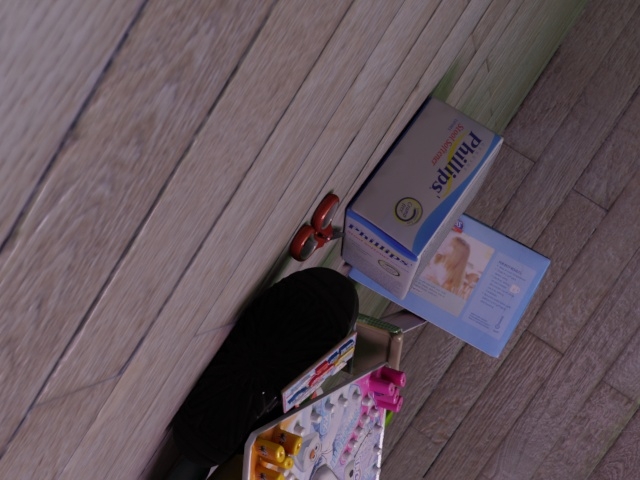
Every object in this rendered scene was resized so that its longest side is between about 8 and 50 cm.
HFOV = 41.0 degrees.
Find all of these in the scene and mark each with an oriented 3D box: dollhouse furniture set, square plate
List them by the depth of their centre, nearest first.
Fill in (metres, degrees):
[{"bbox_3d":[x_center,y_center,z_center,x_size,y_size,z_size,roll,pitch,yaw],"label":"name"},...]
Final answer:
[{"bbox_3d":[0.066,0.189,1.566,0.151,0.197,0.301,-57,159,-44],"label":"dollhouse furniture set"},{"bbox_3d":[0.087,0.225,1.946,0.347,0.049,0.344,-24,174,10],"label":"square plate"}]

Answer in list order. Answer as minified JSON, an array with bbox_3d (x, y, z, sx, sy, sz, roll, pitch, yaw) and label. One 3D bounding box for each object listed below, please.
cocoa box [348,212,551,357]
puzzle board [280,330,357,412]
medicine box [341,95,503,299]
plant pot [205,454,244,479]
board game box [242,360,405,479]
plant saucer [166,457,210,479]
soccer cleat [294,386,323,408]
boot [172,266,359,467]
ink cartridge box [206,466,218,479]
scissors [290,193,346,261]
[{"bbox_3d":[0.271,0.059,1.787,0.231,0.347,0.228,-62,169,4],"label":"cocoa box"},{"bbox_3d":[0.000,0.180,1.152,0.128,0.011,0.096,-37,159,-18],"label":"puzzle board"},{"bbox_3d":[0.173,-0.067,1.534,0.263,0.149,0.289,-53,169,-15],"label":"medicine box"},{"bbox_3d":[-0.122,0.481,1.476,0.239,0.254,0.254,-34,161,-23],"label":"plant pot"},{"bbox_3d":[0.010,0.421,1.318,0.390,0.050,0.390,-15,113,-56],"label":"board game box"},{"bbox_3d":[-0.241,0.436,1.506,0.195,0.037,0.195,-54,170,-13],"label":"plant saucer"},{"bbox_3d":[-0.110,0.469,2.096,0.116,0.108,0.318,-1,131,-51],"label":"soccer cleat"},{"bbox_3d":[-0.060,0.190,1.287,0.348,0.131,0.260,-46,164,4],"label":"boot"},{"bbox_3d":[-0.202,0.526,1.863,0.127,0.072,0.175,-47,167,-40],"label":"ink cartridge box"},{"bbox_3d":[0.000,0.000,1.323,0.109,0.021,0.297,-57,171,-7],"label":"scissors"}]
